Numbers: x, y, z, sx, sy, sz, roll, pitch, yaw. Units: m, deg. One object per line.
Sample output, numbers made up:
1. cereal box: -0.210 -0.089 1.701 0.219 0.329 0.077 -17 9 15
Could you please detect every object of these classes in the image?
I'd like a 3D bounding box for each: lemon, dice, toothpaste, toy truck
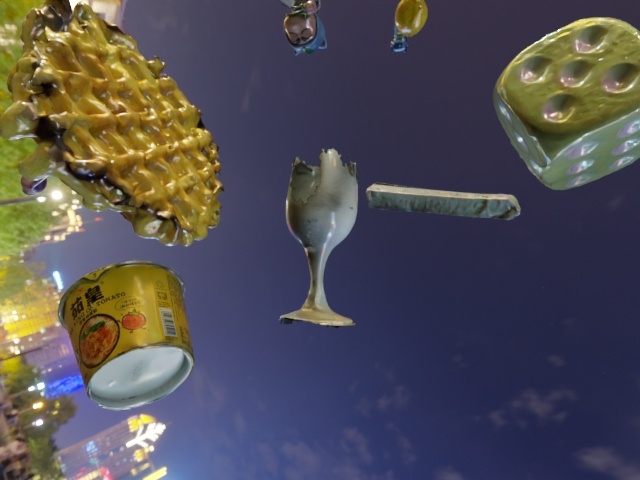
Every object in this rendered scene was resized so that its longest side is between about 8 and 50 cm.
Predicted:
1. lemon: 0.183 -0.456 0.844 0.065 0.065 0.092 50 -23 27
2. dice: 0.534 -0.274 0.885 0.254 0.252 0.250 -27 -119 20
3. toothpaste: -0.540 -0.156 0.822 0.301 0.048 0.075 -24 -99 44
4. toy truck: 0.255 -0.657 1.351 0.056 0.073 0.090 3 -48 13

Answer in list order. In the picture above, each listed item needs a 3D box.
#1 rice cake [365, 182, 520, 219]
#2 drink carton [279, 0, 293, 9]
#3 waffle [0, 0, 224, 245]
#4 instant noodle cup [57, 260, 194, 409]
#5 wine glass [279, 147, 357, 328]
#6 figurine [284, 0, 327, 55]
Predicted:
1. rice cake: 0.170 -0.057 0.595 0.210 0.043 0.034 7 -68 22
2. drink carton: -0.079 -0.912 1.311 0.194 0.325 0.132 32 -26 -12
3. waffle: -0.295 -0.176 0.674 0.095 0.379 0.382 -24 -125 21
4. instant noodle cup: -0.271 0.142 0.610 0.144 0.182 0.182 55 -41 37
5. wine glass: 0.000 0.000 0.767 0.143 0.143 0.322 -8 -101 51
6. figurine: -0.045 -0.574 1.064 0.114 0.144 0.179 1 -88 12
